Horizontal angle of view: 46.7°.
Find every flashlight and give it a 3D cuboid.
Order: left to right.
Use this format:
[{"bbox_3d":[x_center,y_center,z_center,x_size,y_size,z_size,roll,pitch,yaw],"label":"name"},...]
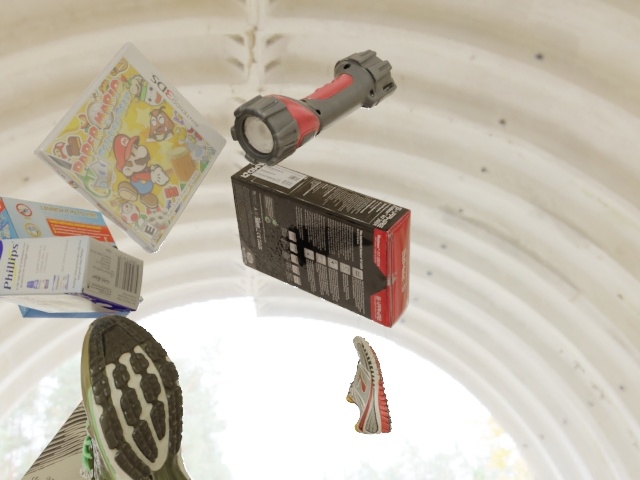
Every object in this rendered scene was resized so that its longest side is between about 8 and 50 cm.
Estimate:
[{"bbox_3d":[-0.006,-0.220,1.165,0.103,0.304,0.103,8,-54,39],"label":"flashlight"}]

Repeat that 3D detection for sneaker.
[{"bbox_3d":[-0.295,0.307,1.061,0.182,0.410,0.158,-4,11,30],"label":"sneaker"},{"bbox_3d":[0.094,0.317,1.637,0.093,0.225,0.088,-12,-26,6],"label":"sneaker"}]

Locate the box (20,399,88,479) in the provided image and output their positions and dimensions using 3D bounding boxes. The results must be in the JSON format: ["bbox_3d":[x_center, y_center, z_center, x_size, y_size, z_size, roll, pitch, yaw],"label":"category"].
[{"bbox_3d":[-0.491,0.431,1.476,0.113,0.275,0.094,33,-49,-5],"label":"box"}]

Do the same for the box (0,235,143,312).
[{"bbox_3d":[-0.313,0.045,0.917,0.137,0.072,0.126,-2,-16,18],"label":"box"}]

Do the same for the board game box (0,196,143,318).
[{"bbox_3d":[-0.635,0.049,1.844,0.086,0.302,0.308,-43,-27,22],"label":"board game box"}]

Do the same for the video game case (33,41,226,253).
[{"bbox_3d":[-0.253,-0.131,1.038,0.026,0.227,0.206,-13,-49,45],"label":"video game case"}]

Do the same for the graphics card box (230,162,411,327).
[{"bbox_3d":[0.000,0.000,1.450,0.371,0.094,0.232,20,-47,29],"label":"graphics card box"}]
